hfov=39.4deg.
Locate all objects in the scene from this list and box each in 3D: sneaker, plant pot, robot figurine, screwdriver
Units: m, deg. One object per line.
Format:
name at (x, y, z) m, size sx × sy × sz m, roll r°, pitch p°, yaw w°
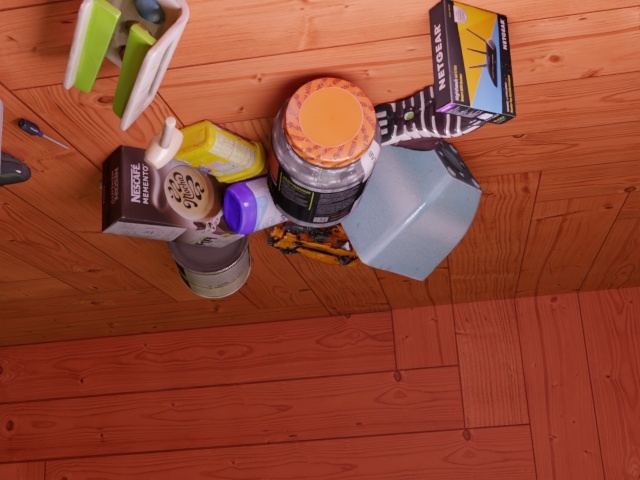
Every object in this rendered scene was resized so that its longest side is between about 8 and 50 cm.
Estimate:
sneaker at (-0.750, -0.114, 1.882) m, size 0.286 × 0.130 × 0.109 m, roll -6°, pitch 162°, yaw 3°
plant pot at (0.197, -0.099, 1.951) m, size 0.252 × 0.247 × 0.248 m, roll -42°, pitch 146°, yaw 23°
robot figurine at (0.000, 0.000, 2.439) m, size 0.291 × 0.085 × 0.211 m, roll 17°, pitch 158°, yaw -19°
screwdriver at (-0.551, -0.206, 1.796) m, size 0.024 × 0.025 × 0.170 m, roll -8°, pitch 162°, yaw 15°
sneaker at (0.239, -0.237, 1.759) m, size 0.281 × 0.106 × 0.162 m, roll -4°, pitch 172°, yaw 38°

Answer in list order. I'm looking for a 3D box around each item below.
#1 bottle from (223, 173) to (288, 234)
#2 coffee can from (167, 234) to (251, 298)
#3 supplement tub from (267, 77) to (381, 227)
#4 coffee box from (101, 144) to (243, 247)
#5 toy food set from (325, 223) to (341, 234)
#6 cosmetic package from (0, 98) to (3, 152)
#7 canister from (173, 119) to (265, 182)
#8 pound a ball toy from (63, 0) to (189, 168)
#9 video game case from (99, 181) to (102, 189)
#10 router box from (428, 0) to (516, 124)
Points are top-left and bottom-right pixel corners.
bottle at (-0.078, -0.102, 1.995) m, size 0.282 × 0.092 × 0.118 m, roll -19°, pitch 137°, yaw -32°
coffee can at (-0.282, 0.025, 2.317) m, size 0.201 × 0.202 × 0.275 m, roll -2°, pitch 164°, yaw -4°
supplement tub at (0.003, -0.166, 1.728) m, size 0.207 × 0.207 × 0.338 m, roll -2°, pitch 164°, yaw -6°
coffee box at (-0.324, -0.092, 1.979) m, size 0.297 × 0.168 × 0.119 m, roll 7°, pitch 160°, yaw -35°
toy food set at (0.073, -0.020, 2.530) m, size 0.192 × 0.039 × 0.132 m, roll -2°, pitch 164°, yaw -5°
cosmetic package at (-0.644, -0.209, 1.539) m, size 0.151 × 0.151 × 0.184 m, roll -1°, pitch 163°, yaw -8°
canister at (-0.215, -0.184, 1.858) m, size 0.126 × 0.073 × 0.170 m, roll -13°, pitch 160°, yaw 32°
pound a ball toy at (-0.270, -0.267, 1.395) m, size 0.208 × 0.136 × 0.319 m, roll 37°, pitch 155°, yaw -6°
video game case at (-0.424, -0.119, 2.126) m, size 0.157 × 0.019 × 0.143 m, roll -7°, pitch 164°, yaw 9°
router box at (0.243, -0.283, 1.430) m, size 0.133 × 0.179 × 0.046 m, roll 6°, pitch 163°, yaw -29°
